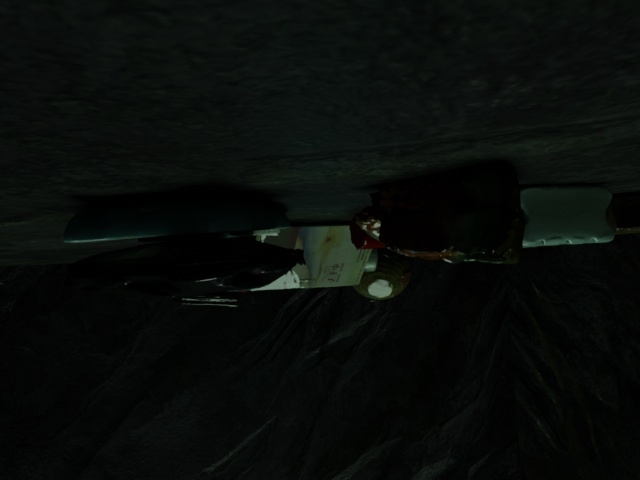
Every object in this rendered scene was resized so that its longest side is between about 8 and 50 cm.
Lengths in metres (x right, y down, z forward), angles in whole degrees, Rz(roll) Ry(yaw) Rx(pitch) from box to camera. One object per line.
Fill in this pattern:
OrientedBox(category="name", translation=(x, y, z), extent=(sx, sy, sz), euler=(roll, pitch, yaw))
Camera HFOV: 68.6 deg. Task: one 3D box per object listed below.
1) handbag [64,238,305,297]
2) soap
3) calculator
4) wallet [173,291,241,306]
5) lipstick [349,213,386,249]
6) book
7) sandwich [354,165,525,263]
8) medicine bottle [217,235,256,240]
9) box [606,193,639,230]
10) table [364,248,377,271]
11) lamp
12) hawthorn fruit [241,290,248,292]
OrientedBox(category="handbag", translation=(-0.196, 0.037, 0.664), extent=(0.333, 0.074, 0.192), euler=(-6, 178, 33))
OrientedBox(category="soap", translation=(0.331, -0.029, 0.805), extent=(0.160, 0.087, 0.265), euler=(-3, 177, -10))
OrientedBox(category="calculator", translation=(-0.185, -0.025, 0.735), extent=(0.257, 0.054, 0.386), euler=(-4, 178, 9))
OrientedBox(category="wallet", translation=(-0.307, 0.079, 1.254), extent=(0.166, 0.042, 0.309), euler=(10, -157, -19))
OrientedBox(category="lipstick", translation=(0.194, -0.021, 0.985), extent=(0.280, 0.073, 0.073), euler=(-2, 177, -27))
OrientedBox(category="book", translation=(-0.017, 0.036, 1.090), extent=(0.290, 0.201, 0.026), euler=(-2, -140, -22))
OrientedBox(category="sandwich", translation=(0.174, -0.026, 0.635), extent=(0.212, 0.109, 0.292), euler=(5, 177, 32))
OrientedBox(category="medicine bottle", translation=(-0.187, 0.049, 1.147), extent=(0.255, 0.151, 0.152), euler=(-3, 177, -23))
OrientedBox(category="box", translation=(0.646, -0.052, 0.866), extent=(0.241, 0.071, 0.159), euler=(-4, 174, 14))
OrientedBox(category="table", translation=(0.064, 0.044, 1.518), extent=(0.220, 0.126, 0.126), euler=(-1, 176, -10))
OrientedBox(category="lamp", translation=(0.224, 0.096, 1.834), extent=(0.251, 0.250, 0.284), euler=(-3, -143, 3))
OrientedBox(category="hawthorn fruit", translation=(-0.237, 0.079, 1.461), extent=(0.181, 0.181, 0.235), euler=(-2, 176, -20))
